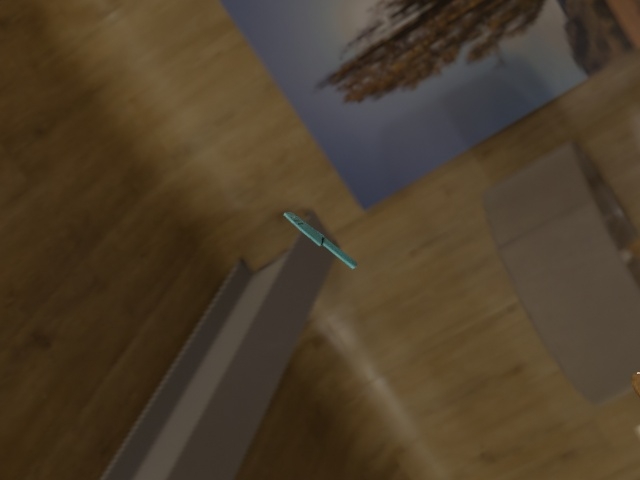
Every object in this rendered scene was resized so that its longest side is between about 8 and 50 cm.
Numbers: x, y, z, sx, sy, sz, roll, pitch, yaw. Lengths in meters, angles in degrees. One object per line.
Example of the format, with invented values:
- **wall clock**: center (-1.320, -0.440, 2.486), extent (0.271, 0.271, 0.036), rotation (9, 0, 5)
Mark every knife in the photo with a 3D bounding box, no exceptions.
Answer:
- **knife**: center (0.000, 0.000, 1.143), extent (0.091, 0.005, 0.014), rotation (38, -136, -13)

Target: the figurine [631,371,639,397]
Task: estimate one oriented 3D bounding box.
- **figurine**: center (0.382, 0.111, 1.050), extent (0.173, 0.247, 0.177), rotation (22, 137, 66)
